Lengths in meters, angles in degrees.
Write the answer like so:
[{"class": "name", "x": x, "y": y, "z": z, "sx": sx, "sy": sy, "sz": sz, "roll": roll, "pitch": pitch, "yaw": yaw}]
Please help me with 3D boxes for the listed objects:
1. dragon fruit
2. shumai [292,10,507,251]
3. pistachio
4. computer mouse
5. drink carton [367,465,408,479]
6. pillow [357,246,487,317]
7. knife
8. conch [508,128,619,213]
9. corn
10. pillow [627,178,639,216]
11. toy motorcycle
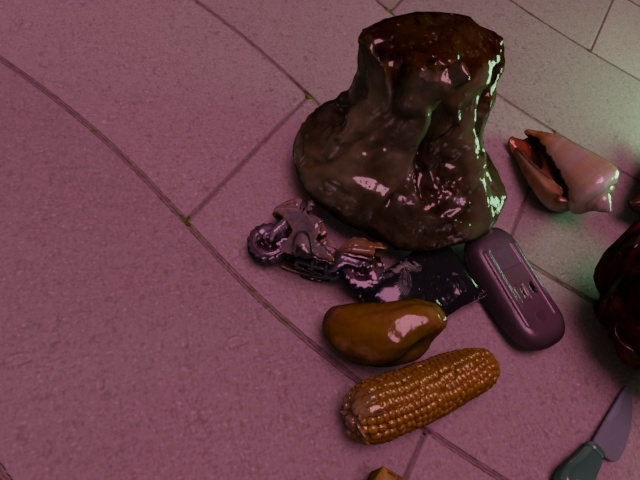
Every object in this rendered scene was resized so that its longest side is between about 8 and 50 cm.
[{"class": "dragon fruit", "x": 0.625, "y": 0.102, "z": 0.824, "sx": 0.328, "sy": 0.329, "sz": 0.330, "roll": 7, "pitch": 59, "yaw": -12}, {"class": "shumai", "x": 0.165, "y": -0.199, "z": 0.833, "sx": 0.397, "sy": 0.324, "sz": 0.324, "roll": 17, "pitch": 48, "yaw": 0}, {"class": "pistachio", "x": 0.091, "y": 0.139, "z": 0.733, "sx": 0.189, "sy": 0.110, "sz": 0.100, "roll": -4, "pitch": 92, "yaw": 17}, {"class": "computer mouse", "x": 0.342, "y": 0.085, "z": 0.892, "sx": 0.120, "sy": 0.057, "sz": 0.232, "roll": -19, "pitch": 70, "yaw": -25}, {"class": "drink carton", "x": 0.062, "y": 0.396, "z": 0.621, "sx": 0.084, "sy": 0.074, "sz": 0.200, "roll": 30, "pitch": 58, "yaw": 3}, {"class": "pillow", "x": 0.169, "y": 0.084, "z": 0.841, "sx": 0.208, "sy": 0.055, "sz": 0.141, "roll": -28, "pitch": 74, "yaw": -25}, {"class": "knife", "x": 0.459, "y": 0.329, "z": 0.804, "sx": 0.260, "sy": 0.035, "sz": 0.063, "roll": -28, "pitch": 76, "yaw": -31}, {"class": "conch", "x": 0.508, "y": -0.135, "z": 1.049, "sx": 0.158, "sy": 0.127, "sz": 0.255, "roll": -27, "pitch": 45, "yaw": 3}, {"class": "corn", "x": 0.152, "y": 0.223, "z": 0.737, "sx": 0.260, "sy": 0.091, "sz": 0.091, "roll": -12, "pitch": 24, "yaw": -22}, {"class": "pillow", "x": 0.842, "y": -0.079, "z": 1.102, "sx": 0.307, "sy": 0.108, "sz": 0.305, "roll": 37, "pitch": 56, "yaw": 7}, {"class": "toy motorcycle", "x": 0.000, "y": 0.000, "z": 0.814, "sx": 0.229, "sy": 0.094, "sz": 0.130, "roll": 16, "pitch": 59, "yaw": 6}]
